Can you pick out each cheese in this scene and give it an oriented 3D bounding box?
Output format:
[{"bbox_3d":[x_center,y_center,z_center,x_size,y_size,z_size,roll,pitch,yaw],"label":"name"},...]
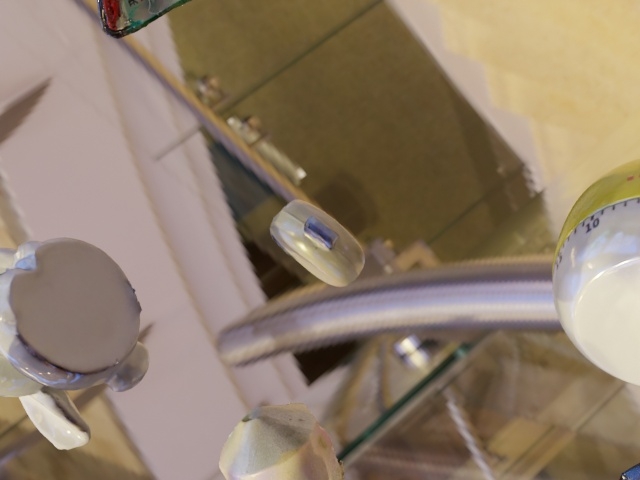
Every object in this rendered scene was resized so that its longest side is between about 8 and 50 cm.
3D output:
[{"bbox_3d":[-0.006,-0.004,1.290,0.092,0.047,0.171,34,173,21],"label":"cheese"}]

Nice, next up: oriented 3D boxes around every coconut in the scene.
[{"bbox_3d":[-0.041,0.220,1.385,0.116,0.116,0.122,10,132,56],"label":"coconut"}]

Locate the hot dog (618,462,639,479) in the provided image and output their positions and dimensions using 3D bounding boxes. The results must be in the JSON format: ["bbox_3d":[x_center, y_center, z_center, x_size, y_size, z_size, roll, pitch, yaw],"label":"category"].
[{"bbox_3d":[0.390,0.190,1.000,0.194,0.326,0.107,61,-172,-56],"label":"hot dog"}]

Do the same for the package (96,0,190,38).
[{"bbox_3d":[-0.134,-0.310,1.342,0.040,0.232,0.166,23,137,38],"label":"package"}]

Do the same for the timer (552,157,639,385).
[{"bbox_3d":[0.398,0.005,1.563,0.285,0.285,0.285,40,153,25],"label":"timer"}]

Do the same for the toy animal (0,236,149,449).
[{"bbox_3d":[-0.231,0.083,1.188,0.178,0.127,0.193,32,148,-11],"label":"toy animal"}]
